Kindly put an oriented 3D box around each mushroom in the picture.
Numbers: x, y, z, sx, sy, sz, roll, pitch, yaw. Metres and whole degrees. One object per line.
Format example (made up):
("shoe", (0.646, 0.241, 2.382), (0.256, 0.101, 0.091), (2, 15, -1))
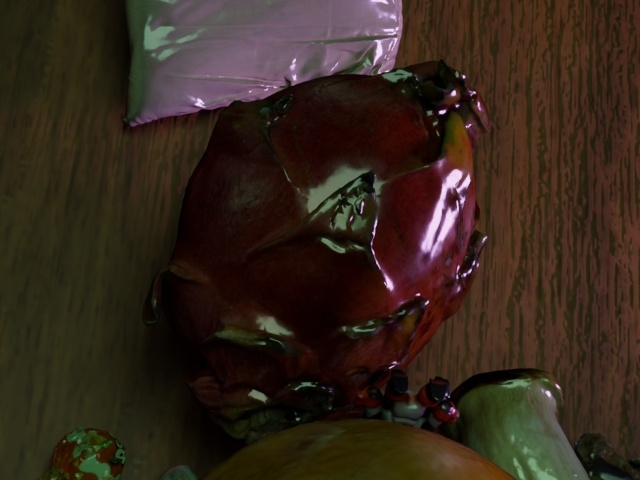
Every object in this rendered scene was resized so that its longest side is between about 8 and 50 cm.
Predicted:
("mushroom", (0.181, 0.240, 1.495), (0.100, 0.081, 0.312), (-26, 68, 15))

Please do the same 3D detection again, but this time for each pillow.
("pillow", (-0.050, -0.200, 1.646), (0.270, 0.067, 0.173), (-11, 97, -25))

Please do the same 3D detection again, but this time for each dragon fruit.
("dragon fruit", (0.002, -0.004, 1.480), (0.250, 0.250, 0.315), (28, 98, -2))

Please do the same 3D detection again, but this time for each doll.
("doll", (0.047, 0.154, 1.453), (0.109, 0.169, 0.057), (8, 40, -15))

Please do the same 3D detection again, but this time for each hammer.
("hammer", (-0.123, 0.201, 1.453), (0.083, 0.031, 0.052), (-22, 69, -16))

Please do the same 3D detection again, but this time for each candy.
("candy", (-0.223, 0.188, 1.423), (0.185, 0.049, 0.055), (-27, 44, -22))

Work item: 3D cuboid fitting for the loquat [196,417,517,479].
("loquat", (0.031, 0.280, 1.296), (0.328, 0.328, 0.328), (8, 61, -15))

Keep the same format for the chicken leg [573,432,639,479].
("chicken leg", (0.295, 0.216, 1.563), (0.196, 0.080, 0.125), (4, 51, -9))
